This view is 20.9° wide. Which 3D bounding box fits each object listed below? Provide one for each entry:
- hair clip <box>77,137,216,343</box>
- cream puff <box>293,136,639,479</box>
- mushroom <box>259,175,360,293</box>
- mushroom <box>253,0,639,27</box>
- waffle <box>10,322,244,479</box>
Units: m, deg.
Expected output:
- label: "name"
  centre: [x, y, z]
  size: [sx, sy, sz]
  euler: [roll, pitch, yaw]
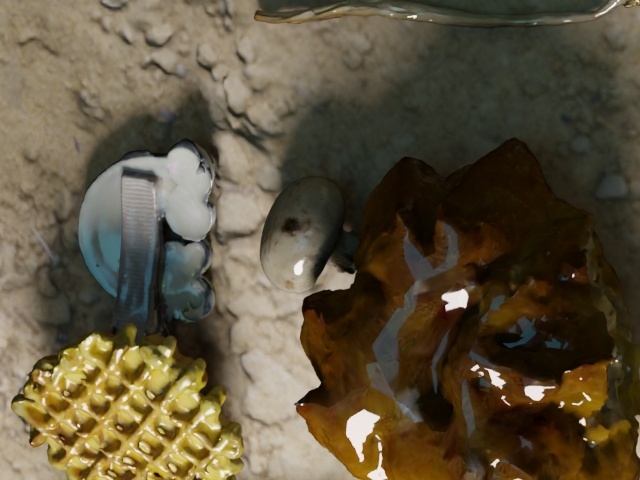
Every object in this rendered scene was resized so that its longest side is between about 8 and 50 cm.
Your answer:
- label: "hair clip"
  centre: [-0.131, 0.005, 1.290]
  size: [0.116, 0.049, 0.172]
  euler: [7, 101, 20]
- label: "cream puff"
  centre: [0.106, 0.077, 1.138]
  size: [0.269, 0.155, 0.241]
  euler: [48, 111, 17]
- label: "mushroom"
  centre: [0.000, 0.000, 1.218]
  size: [0.079, 0.085, 0.085]
  euler: [21, 112, -10]
- label: "mushroom"
  centre: [0.082, -0.154, 1.171]
  size: [0.286, 0.026, 0.028]
  euler: [-2, 84, 28]
- label: "waffle"
  centre: [-0.140, 0.138, 1.294]
  size: [0.191, 0.038, 0.191]
  euler: [12, 128, 15]
